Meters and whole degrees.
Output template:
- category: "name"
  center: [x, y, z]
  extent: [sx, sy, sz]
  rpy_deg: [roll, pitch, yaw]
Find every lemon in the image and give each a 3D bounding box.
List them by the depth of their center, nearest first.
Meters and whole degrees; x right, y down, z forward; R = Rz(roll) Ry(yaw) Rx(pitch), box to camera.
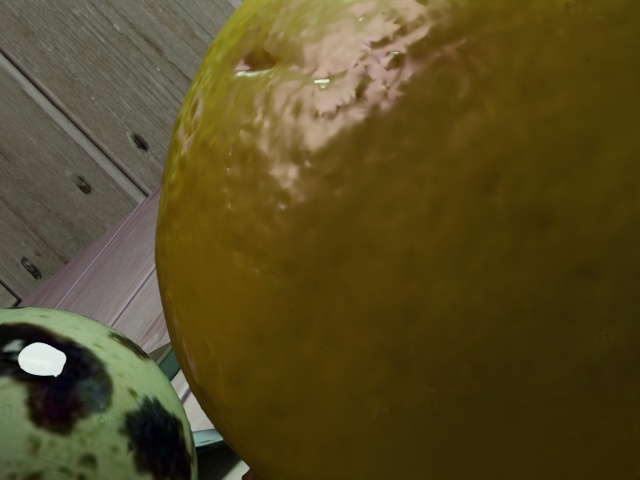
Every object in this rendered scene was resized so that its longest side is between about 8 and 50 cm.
- category: "lemon"
  center: [0.082, -0.004, 0.717]
  extent: [0.348, 0.348, 0.348]
  rpy_deg: [-42, 12, 11]

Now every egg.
- category: "egg"
  center: [-0.256, 0.210, 1.208]
  extent: [0.379, 0.287, 0.287]
  rpy_deg: [-43, 8, 50]

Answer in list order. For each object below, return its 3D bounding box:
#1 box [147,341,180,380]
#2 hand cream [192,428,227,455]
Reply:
- category: "box"
  center: [-0.220, 0.182, 1.817]
  extent: [0.091, 0.031, 0.126]
  rpy_deg: [-29, 19, 52]
- category: "hand cream"
  center: [-0.169, 0.204, 1.452]
  extent: [0.109, 0.067, 0.321]
  rpy_deg: [-9, -9, -30]
